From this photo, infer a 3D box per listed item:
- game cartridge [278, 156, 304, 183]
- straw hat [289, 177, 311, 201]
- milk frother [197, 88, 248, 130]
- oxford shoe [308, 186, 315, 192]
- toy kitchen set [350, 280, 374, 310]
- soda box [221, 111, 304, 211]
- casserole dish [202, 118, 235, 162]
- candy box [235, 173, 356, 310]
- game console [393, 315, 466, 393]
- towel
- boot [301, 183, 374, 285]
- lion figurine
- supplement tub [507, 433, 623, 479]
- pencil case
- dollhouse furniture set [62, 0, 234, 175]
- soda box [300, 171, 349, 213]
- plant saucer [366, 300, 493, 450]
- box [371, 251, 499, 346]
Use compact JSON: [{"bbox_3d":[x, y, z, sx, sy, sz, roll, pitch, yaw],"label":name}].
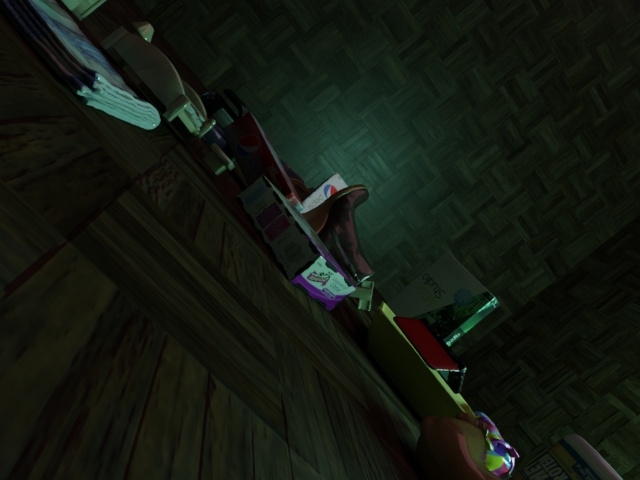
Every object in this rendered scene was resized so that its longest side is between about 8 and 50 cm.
[{"bbox_3d":[-0.196,-0.276,1.615,0.355,0.068,0.230,43,2,1],"label":"game cartridge"},{"bbox_3d":[-0.089,-0.104,1.472,0.144,0.144,0.061,50,-38,-9],"label":"straw hat"},{"bbox_3d":[-0.290,-0.345,1.405,0.134,0.129,0.143,51,47,5],"label":"milk frother"},{"bbox_3d":[0.015,-0.030,1.506,0.363,0.133,0.130,53,4,34],"label":"oxford shoe"},{"bbox_3d":[0.116,0.155,1.462,0.068,0.083,0.075,9,-4,9],"label":"toy kitchen set"},{"bbox_3d":[-0.133,-0.166,1.158,0.263,0.084,0.092,62,6,28],"label":"soda box"},{"bbox_3d":[-0.251,-0.246,1.212,0.114,0.037,0.188,51,4,8],"label":"casserole dish"},{"bbox_3d":[-0.045,0.003,0.933,0.233,0.071,0.159,53,5,36],"label":"candy box"},{"bbox_3d":[0.206,0.224,0.986,0.144,0.085,0.124,-125,-155,-48],"label":"game console"},{"bbox_3d":[-0.311,-0.257,0.593,0.285,0.034,0.209,50,3,-1],"label":"towel"},{"bbox_3d":[0.062,-0.004,1.179,0.206,0.249,0.090,54,-27,9],"label":"boot"},{"bbox_3d":[0.209,0.321,0.599,0.240,0.142,0.392,38,-3,-39],"label":"lion figurine"},{"bbox_3d":[0.358,0.408,0.762,0.144,0.200,0.144,51,3,-3],"label":"supplement tub"},{"bbox_3d":[0.412,0.506,1.258,0.104,0.104,0.236,51,3,3],"label":"pencil case"},{"bbox_3d":[-0.213,-0.294,0.731,0.355,0.174,0.303,49,-3,-5],"label":"dollhouse furniture set"},{"bbox_3d":[-0.007,-0.105,1.445,0.074,0.216,0.069,51,-37,-7],"label":"soda box"},{"bbox_3d":[0.207,0.288,1.091,0.332,0.081,0.333,51,3,9],"label":"plant saucer"},{"bbox_3d":[0.334,0.212,1.517,0.058,0.322,0.232,41,8,-42],"label":"box"}]
